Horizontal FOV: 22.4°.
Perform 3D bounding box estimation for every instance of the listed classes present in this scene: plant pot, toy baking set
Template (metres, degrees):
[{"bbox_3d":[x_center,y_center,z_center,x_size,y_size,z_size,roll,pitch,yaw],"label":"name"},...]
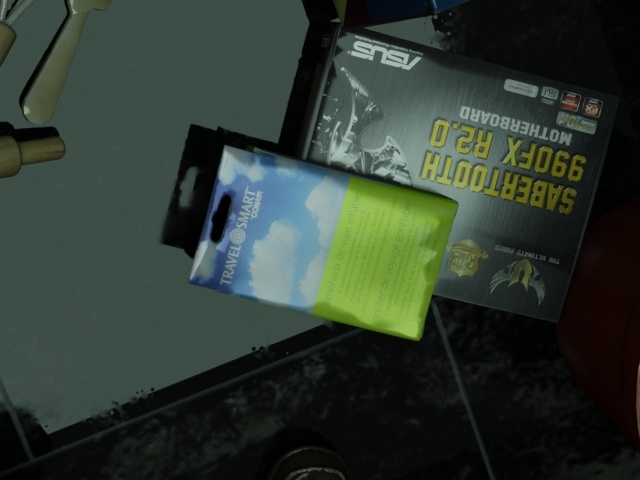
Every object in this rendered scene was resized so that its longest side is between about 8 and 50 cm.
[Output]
[{"bbox_3d":[0.311,0.073,1.190,0.272,0.265,0.273,-2,100,-11],"label":"plant pot"},{"bbox_3d":[-0.239,-0.135,1.108,0.256,0.030,0.197,-7,100,-36],"label":"toy baking set"}]

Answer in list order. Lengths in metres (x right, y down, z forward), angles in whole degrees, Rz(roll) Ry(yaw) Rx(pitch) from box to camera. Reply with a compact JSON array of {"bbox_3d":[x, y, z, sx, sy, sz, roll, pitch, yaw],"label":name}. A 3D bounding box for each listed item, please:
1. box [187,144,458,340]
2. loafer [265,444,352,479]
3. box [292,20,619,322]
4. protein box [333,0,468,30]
[{"bbox_3d":[0.000,0.000,1.170,0.178,0.042,0.109,14,95,-13],"label":"box"},{"bbox_3d":[-0.005,0.269,1.250,0.080,0.078,0.220,0,99,-12],"label":"loafer"},{"bbox_3d":[0.093,-0.051,1.232,0.231,0.056,0.183,14,95,-13],"label":"box"},{"bbox_3d":[0.096,-0.278,1.130,0.201,0.136,0.200,-25,103,-25],"label":"protein box"}]
